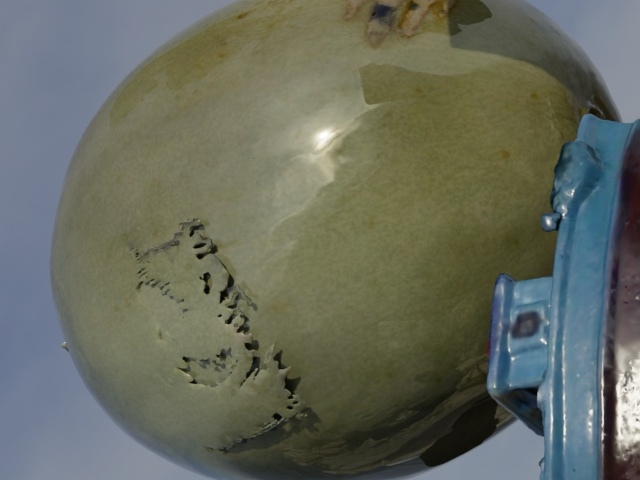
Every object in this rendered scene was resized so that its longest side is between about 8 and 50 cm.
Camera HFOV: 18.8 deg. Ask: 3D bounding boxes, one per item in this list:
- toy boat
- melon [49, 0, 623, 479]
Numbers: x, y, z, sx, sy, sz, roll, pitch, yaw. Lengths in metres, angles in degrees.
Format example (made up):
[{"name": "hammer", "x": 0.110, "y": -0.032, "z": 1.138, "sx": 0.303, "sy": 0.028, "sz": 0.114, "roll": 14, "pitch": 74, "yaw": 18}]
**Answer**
[{"name": "toy boat", "x": 0.112, "y": 0.050, "z": 0.798, "sx": 0.100, "sy": 0.097, "sz": 0.223, "roll": 41, "pitch": -132, "yaw": -42}, {"name": "melon", "x": 0.000, "y": 0.000, "z": 1.014, "sx": 0.330, "sy": 0.268, "sz": 0.268, "roll": -20, "pitch": -3, "yaw": 27}]
